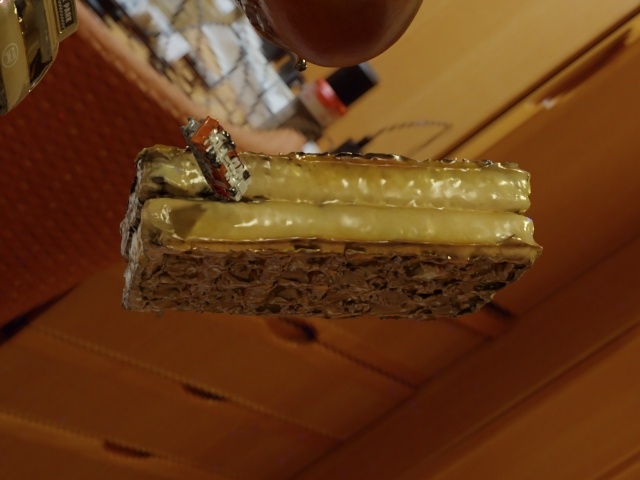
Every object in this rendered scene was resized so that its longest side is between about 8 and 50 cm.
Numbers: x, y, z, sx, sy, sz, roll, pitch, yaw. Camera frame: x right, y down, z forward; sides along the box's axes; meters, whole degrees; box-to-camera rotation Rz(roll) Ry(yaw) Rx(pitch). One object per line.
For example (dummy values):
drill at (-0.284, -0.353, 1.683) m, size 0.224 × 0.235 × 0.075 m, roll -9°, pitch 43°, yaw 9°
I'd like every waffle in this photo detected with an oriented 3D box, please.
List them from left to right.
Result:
waffle at (0.000, 0.001, 1.084) m, size 0.213 × 0.308 × 0.091 m, roll 127°, pitch -38°, yaw -70°

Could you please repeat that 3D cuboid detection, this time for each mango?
mango at (0.004, -0.249, 1.023) m, size 0.129 × 0.146 × 0.289 m, roll -104°, pitch 174°, yaw -47°

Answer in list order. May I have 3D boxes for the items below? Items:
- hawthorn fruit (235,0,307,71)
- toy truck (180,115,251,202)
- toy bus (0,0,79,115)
hawthorn fruit at (-0.006, -0.301, 1.524) m, size 0.230 × 0.210 × 0.266 m, roll 96°, pitch -6°, yaw -56°
toy truck at (-0.070, -0.053, 0.923) m, size 0.032 × 0.024 × 0.083 m, roll 20°, pitch -24°, yaw 28°
toy bus at (-0.355, -0.221, 1.186) m, size 0.289 × 0.157 × 0.139 m, roll 29°, pitch -37°, yaw 28°
